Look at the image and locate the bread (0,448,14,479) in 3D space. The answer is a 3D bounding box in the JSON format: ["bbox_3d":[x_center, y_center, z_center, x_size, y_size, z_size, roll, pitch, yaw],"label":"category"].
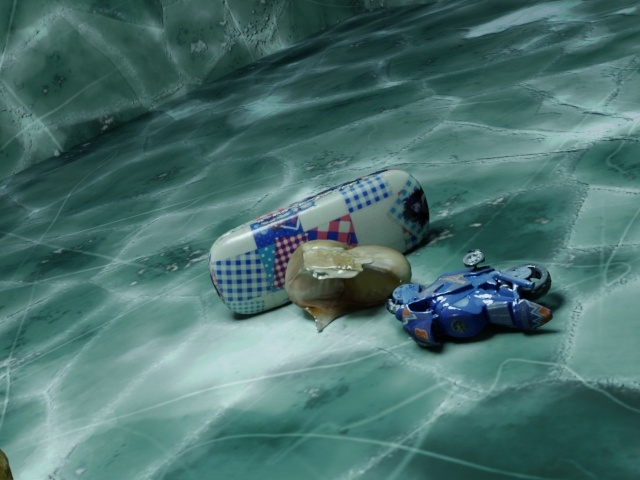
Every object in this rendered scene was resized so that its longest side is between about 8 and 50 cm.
[{"bbox_3d":[-0.454,0.290,1.153,0.230,0.123,0.230,-18,23,8],"label":"bread"}]

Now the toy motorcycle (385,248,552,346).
[{"bbox_3d":[0.171,0.075,1.231,0.205,0.076,0.114,-10,31,19],"label":"toy motorcycle"}]

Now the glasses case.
[{"bbox_3d":[0.000,0.000,1.482,0.327,0.125,0.076,-22,20,-9],"label":"glasses case"}]

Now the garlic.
[{"bbox_3d":[0.034,0.048,1.381,0.174,0.099,0.124,3,30,11],"label":"garlic"}]
